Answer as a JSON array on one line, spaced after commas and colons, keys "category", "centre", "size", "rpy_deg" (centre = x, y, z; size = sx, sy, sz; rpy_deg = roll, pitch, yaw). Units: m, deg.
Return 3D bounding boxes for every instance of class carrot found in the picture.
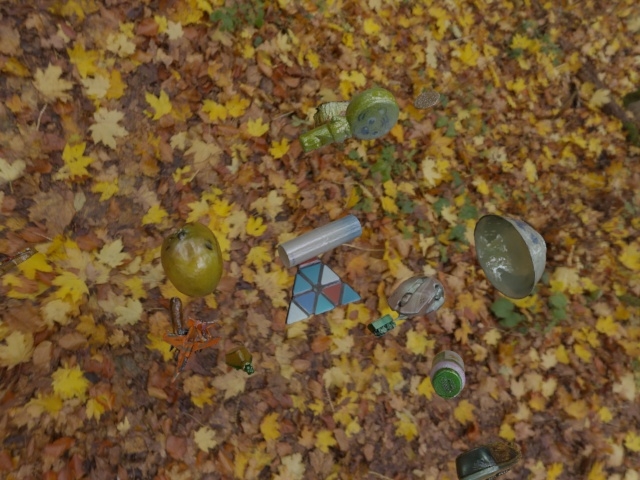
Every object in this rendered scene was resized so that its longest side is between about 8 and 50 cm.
[{"category": "carrot", "centre": [-0.380, 0.227, 1.292], "size": [0.036, 0.036, 0.165], "rpy_deg": [-9, 104, -26]}]

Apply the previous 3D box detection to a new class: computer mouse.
[{"category": "computer mouse", "centre": [0.416, 0.241, 2.138], "size": [0.389, 0.200, 0.114], "rpy_deg": [-26, 122, -44]}]

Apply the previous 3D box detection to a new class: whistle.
[{"category": "whistle", "centre": [0.053, -0.222, 0.918], "size": [0.198, 0.104, 0.057], "rpy_deg": [-21, 57, 6]}]

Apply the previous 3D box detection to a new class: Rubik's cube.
[{"category": "Rubik's cube", "centre": [-0.061, 0.178, 1.647], "size": [0.234, 0.284, 0.250], "rpy_deg": [-49, 129, -36]}]

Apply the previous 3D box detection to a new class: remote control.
[{"category": "remote control", "centre": [0.238, 0.312, 0.685], "size": [0.222, 0.072, 0.042], "rpy_deg": [33, 31, -57]}]

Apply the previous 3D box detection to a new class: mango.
[{"category": "mango", "centre": [-0.292, 0.045, 1.113], "size": [0.130, 0.262, 0.167], "rpy_deg": [-17, 96, -14]}]

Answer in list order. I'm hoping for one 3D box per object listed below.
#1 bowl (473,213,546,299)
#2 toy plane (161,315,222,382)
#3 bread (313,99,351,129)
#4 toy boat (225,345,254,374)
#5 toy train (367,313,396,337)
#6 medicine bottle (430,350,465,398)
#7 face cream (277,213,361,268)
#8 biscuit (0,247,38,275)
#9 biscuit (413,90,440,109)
[{"category": "bowl", "centre": [0.689, 0.035, 1.686], "size": [0.146, 0.313, 0.313], "rpy_deg": [-19, 94, -12]}, {"category": "toy plane", "centre": [-0.300, 0.241, 1.081], "size": [0.135, 0.188, 0.062], "rpy_deg": [14, 35, -36]}, {"category": "bread", "centre": [0.050, -0.350, 1.405], "size": [0.140, 0.128, 0.069], "rpy_deg": [-5, 83, -17]}, {"category": "toy boat", "centre": [-0.280, 0.418, 1.678], "size": [0.089, 0.229, 0.088], "rpy_deg": [-23, 88, -23]}, {"category": "toy train", "centre": [0.260, 0.359, 2.038], "size": [0.148, 0.038, 0.071], "rpy_deg": [-16, 55, -47]}, {"category": "medicine bottle", "centre": [0.494, 0.522, 1.886], "size": [0.134, 0.274, 0.133], "rpy_deg": [0, 92, 16]}, {"category": "face cream", "centre": [0.000, 0.000, 1.426], "size": [0.250, 0.077, 0.077], "rpy_deg": [-23, 96, -23]}, {"category": "biscuit", "centre": [-0.816, 0.066, 1.254], "size": [0.138, 0.205, 0.031], "rpy_deg": [-24, 106, 17]}, {"category": "biscuit", "centre": [0.454, -0.602, 2.078], "size": [0.120, 0.120, 0.015], "rpy_deg": [-54, 134, -19]}]
